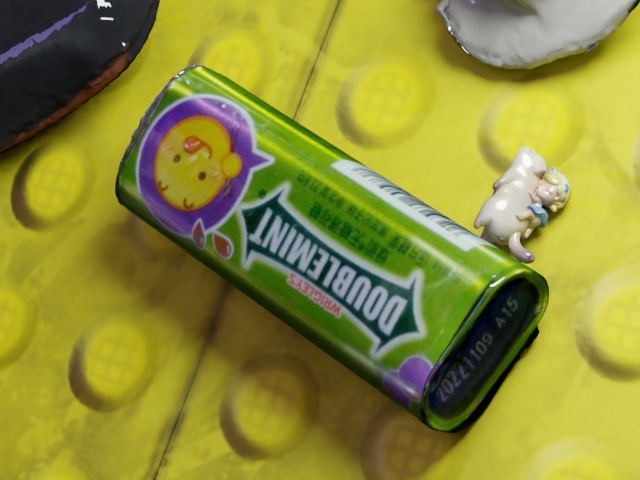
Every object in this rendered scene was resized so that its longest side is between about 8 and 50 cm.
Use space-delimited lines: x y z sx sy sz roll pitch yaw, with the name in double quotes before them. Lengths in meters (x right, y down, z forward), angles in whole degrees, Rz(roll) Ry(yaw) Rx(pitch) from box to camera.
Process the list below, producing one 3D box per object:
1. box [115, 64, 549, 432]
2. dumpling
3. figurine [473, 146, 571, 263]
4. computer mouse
"box" 0.000 0.000 1.389 0.345 0.097 0.134 35 97 34
"dumpling" 0.180 -0.237 1.379 0.172 0.142 0.247 34 117 34
"figurine" 0.150 -0.025 1.360 0.050 0.047 0.083 27 76 19
"computer mouse" -0.276 -0.163 1.601 0.323 0.116 0.183 -26 56 8
